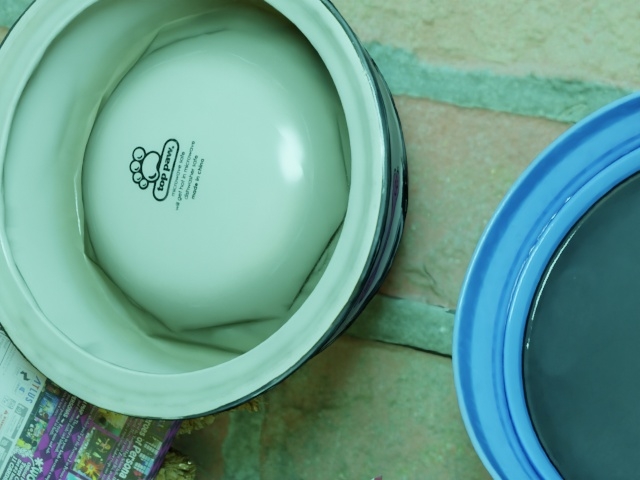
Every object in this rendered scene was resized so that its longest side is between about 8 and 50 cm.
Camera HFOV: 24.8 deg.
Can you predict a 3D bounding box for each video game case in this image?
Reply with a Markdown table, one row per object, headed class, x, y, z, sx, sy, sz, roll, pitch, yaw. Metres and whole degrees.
| class | x | y | z | sx | sy | sz | roll | pitch | yaw |
| --- | --- | --- | --- | --- | --- | --- | --- | --- | --- |
| video game case | -0.261 | 0.201 | 1.385 | 0.210 | 0.042 | 0.232 | 28 | 100 | 11 |

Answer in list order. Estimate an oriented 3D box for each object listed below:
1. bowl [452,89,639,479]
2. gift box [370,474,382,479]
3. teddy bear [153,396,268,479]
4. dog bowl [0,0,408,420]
| class | x | y | z | sx | sy | sz | roll | pitch | yaw |
| --- | --- | --- | --- | --- | --- | --- | --- | --- | --- |
| bowl | 0.287 | 0.063 | 1.134 | 0.391 | 0.077 | 0.391 | -19 | 58 | 33 |
| gift box | -0.039 | 0.368 | 1.355 | 0.258 | 0.276 | 0.255 | -5 | 106 | 37 |
| teddy bear | -0.205 | 0.151 | 1.432 | 0.338 | 0.113 | 0.245 | -15 | 96 | 23 |
| dog bowl | -0.104 | -0.051 | 1.276 | 0.408 | 0.150 | 0.407 | -1 | 88 | 24 |
